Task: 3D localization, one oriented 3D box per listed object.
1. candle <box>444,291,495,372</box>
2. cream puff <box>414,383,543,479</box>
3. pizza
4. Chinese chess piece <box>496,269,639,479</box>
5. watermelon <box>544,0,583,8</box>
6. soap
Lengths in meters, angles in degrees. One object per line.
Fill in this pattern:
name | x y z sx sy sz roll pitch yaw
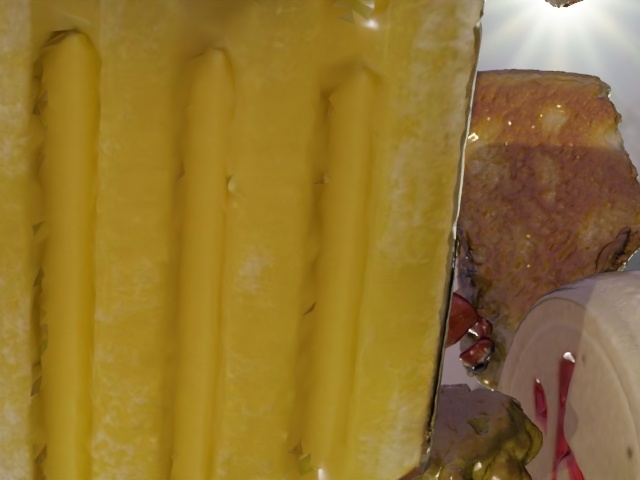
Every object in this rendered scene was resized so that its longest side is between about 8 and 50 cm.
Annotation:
candle | 0.000 0.000 1.066 0.051 0.329 0.048 5 65 57
cream puff | 0.058 0.101 0.694 0.083 0.083 0.058 -74 -8 -47
pizza | 0.167 -0.011 1.214 0.189 0.297 0.071 -8 -31 8
Chinese chess piece | 0.179 0.141 0.856 0.103 0.249 0.250 2 -29 -16
watermelon | 0.262 -0.290 1.526 0.180 0.094 0.081 -12 40 52
soap | -0.038 0.008 0.500 0.080 0.160 0.257 -84 -1 -62
